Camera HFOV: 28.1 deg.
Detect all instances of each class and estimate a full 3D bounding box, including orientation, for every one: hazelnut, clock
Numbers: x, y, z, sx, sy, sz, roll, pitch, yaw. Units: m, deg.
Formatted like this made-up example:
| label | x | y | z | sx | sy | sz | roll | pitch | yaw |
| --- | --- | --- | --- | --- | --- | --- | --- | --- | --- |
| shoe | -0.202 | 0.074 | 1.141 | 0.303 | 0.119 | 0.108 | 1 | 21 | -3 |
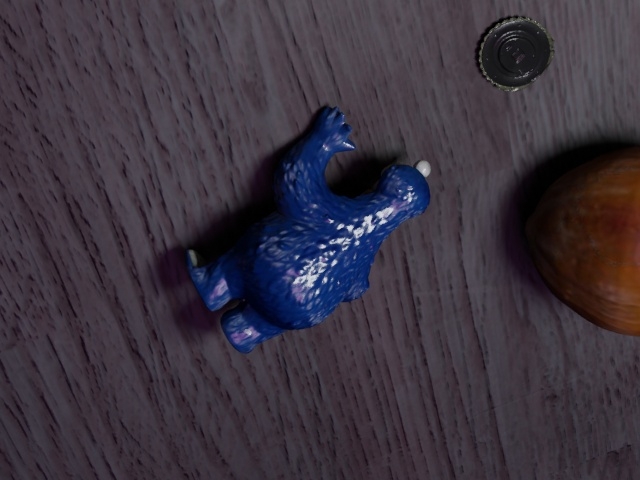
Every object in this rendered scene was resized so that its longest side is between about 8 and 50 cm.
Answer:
| label | x | y | z | sx | sy | sz | roll | pitch | yaw |
| --- | --- | --- | --- | --- | --- | --- | --- | --- | --- |
| hazelnut | 0.317 | 0.001 | 1.326 | 0.214 | 0.176 | 0.214 | 6 | 121 | 10 |
| clock | 0.190 | -0.183 | 1.246 | 0.083 | 0.010 | 0.074 | 33 | 108 | -36 |

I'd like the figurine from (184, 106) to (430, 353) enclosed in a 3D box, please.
| label | x | y | z | sx | sy | sz | roll | pitch | yaw |
| --- | --- | --- | --- | --- | --- | --- | --- | --- | --- |
| figurine | -0.001 | 0.008 | 1.241 | 0.262 | 0.121 | 0.164 | -44 | 124 | 10 |
